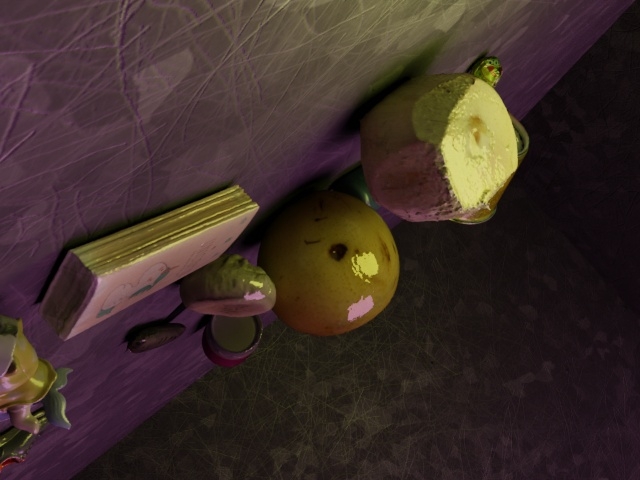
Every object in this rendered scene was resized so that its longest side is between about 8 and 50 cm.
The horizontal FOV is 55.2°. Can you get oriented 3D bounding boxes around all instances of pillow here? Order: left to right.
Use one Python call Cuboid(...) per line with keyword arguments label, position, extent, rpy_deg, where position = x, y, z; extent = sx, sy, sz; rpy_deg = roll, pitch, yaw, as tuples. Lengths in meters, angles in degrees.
Cuboid(label="pillow", position=(-0.409, 0.239, 1.486), extent=(0.093, 0.051, 0.241), rpy_deg=(-33, 174, 8))

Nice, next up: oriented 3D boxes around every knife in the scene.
Cuboid(label="knife", position=(-0.299, 0.129, 1.514), extent=(0.245, 0.019, 0.072), rpy_deg=(-39, 175, 25))

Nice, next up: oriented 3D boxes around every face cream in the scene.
Cuboid(label="face cream", position=(-0.283, 0.300, 1.953), extent=(0.175, 0.175, 0.195), rpy_deg=(-35, 170, -28))

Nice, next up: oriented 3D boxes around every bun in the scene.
Cuboid(label="bun", position=(-0.193, 0.088, 1.294), extent=(0.222, 0.128, 0.222), rpy_deg=(-1, 161, 0))

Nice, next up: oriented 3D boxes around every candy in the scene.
Cuboid(label="candy", position=(0.358, -0.374, 1.562), extent=(0.262, 0.073, 0.077), rpy_deg=(-38, -158, 47))

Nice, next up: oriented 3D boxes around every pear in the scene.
Cuboid(label="pear", position=(0.015, 0.054, 1.435), extent=(0.348, 0.348, 0.348), rpy_deg=(-38, 172, -6))

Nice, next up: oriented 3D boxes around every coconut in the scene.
Cuboid(label="coconut", position=(0.216, -0.176, 1.207), extent=(0.254, 0.297, 0.297), rpy_deg=(-5, -159, 48))

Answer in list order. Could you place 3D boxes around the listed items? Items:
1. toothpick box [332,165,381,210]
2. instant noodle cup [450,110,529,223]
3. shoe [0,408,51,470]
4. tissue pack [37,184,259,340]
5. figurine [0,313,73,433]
Cuboid(label="toothpick box", position=(0.128, -0.140, 1.588), extent=(0.184, 0.120, 0.120), rpy_deg=(-38, 173, -37))
Cuboid(label="instant noodle cup", position=(0.443, -0.247, 1.814), extent=(0.325, 0.325, 0.254), rpy_deg=(-33, 161, -38))
Cuboid(label="shoe", position=(-0.676, 0.457, 1.381), extent=(0.194, 0.077, 0.074), rpy_deg=(-30, 168, -46))
Cuboid(label="tissue pack", position=(-0.250, 0.023, 0.934), extent=(0.325, 0.071, 0.170), rpy_deg=(-31, 167, -49))
Cuboid(label="figurine", position=(-0.413, 0.177, 0.787), extent=(0.208, 0.128, 0.184), rpy_deg=(25, 123, -39))
